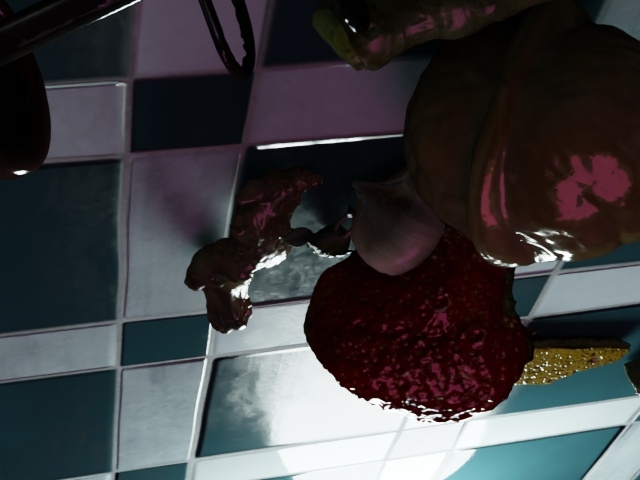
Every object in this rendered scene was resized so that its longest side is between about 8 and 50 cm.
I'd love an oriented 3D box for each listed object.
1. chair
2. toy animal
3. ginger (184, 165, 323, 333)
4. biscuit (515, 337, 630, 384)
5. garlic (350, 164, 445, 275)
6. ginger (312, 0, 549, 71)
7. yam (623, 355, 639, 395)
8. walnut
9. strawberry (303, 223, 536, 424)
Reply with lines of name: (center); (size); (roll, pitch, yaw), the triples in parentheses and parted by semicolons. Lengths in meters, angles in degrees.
chair: (-0.185, -0.195, 1.009); (0.400, 0.227, 0.226); (-21, 149, 13)
toy animal: (0.014, -0.010, 1.531); (0.075, 0.041, 0.217); (-37, 167, 9)
ginger: (-0.091, 0.012, 1.534); (0.122, 0.084, 0.290); (-20, 153, -37)
biscuit: (0.383, 0.198, 2.069); (0.236, 0.026, 0.131); (1, 147, -26)
garlic: (0.111, -0.040, 1.489); (0.174, 0.124, 0.099); (-47, 127, 3)
ginger: (0.131, -0.241, 1.152); (0.289, 0.137, 0.089); (-20, 111, 6)
yam: (0.616, 0.224, 2.142); (0.183, 0.107, 0.107); (-17, 149, 10)
walnut: (0.229, -0.107, 1.288); (0.296, 0.285, 0.285); (15, 162, 29)
strawberry: (0.113, 0.104, 1.592); (0.276, 0.257, 0.257); (5, 144, -21)
